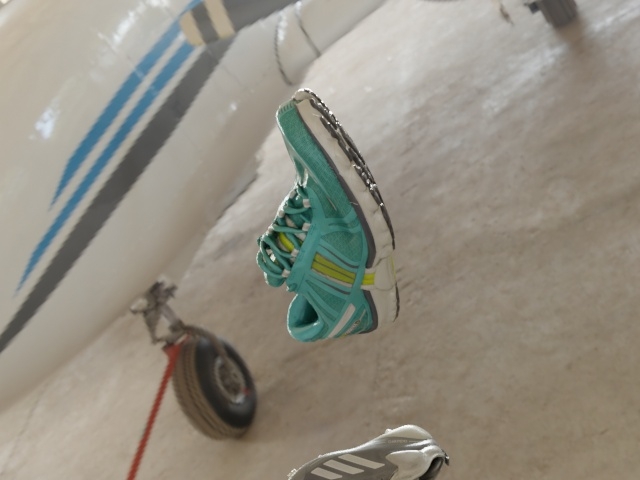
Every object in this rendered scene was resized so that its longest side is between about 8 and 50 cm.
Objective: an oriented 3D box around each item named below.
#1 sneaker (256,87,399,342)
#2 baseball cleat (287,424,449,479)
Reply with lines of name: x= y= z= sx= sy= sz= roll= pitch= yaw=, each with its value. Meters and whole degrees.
sneaker: x=0.000 y=0.000 z=0.728 sx=0.110 sy=0.275 sz=0.107 roll=-18 pitch=48 yaw=-5
baseball cleat: x=0.048 y=0.277 z=1.014 sx=0.206 sy=0.072 sz=0.109 roll=-27 pitch=25 yaw=-13
